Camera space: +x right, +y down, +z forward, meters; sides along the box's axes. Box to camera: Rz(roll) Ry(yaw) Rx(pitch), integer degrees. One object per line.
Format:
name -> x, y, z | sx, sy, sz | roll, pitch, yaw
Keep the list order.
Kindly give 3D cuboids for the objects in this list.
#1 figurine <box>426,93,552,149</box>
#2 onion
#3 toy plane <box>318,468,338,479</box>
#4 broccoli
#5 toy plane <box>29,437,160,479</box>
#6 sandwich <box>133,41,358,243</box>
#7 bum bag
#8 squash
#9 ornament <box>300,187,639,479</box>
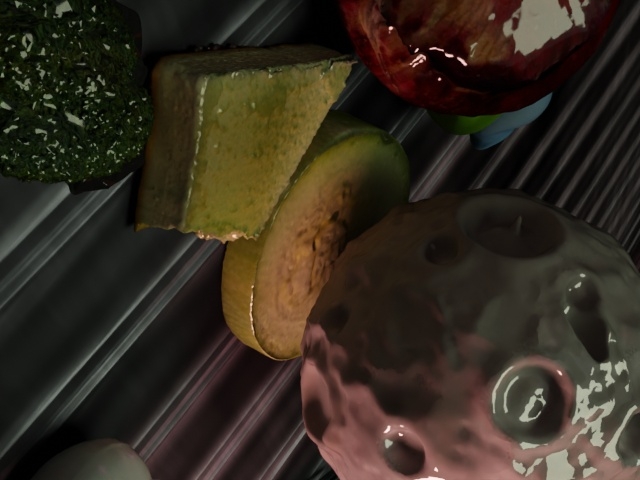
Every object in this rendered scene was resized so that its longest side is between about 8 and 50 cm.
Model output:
figurine -> 0.186, -0.184, 0.867 | 0.162, 0.143, 0.263 | -65, 169, 11
onion -> 0.130, -0.220, 0.634 | 0.247, 0.190, 0.246 | -4, 101, -19
toy plane -> -0.038, 0.377, 1.011 | 0.235, 0.060, 0.096 | -23, 124, -56
broccoli -> -0.149, -0.084, 0.370 | 0.162, 0.145, 0.138 | 2, 150, -47
toy plane -> -0.192, 0.275, 0.598 | 0.267, 0.123, 0.266 | -40, 142, -42
sandwich -> -0.057, -0.068, 0.618 | 0.193, 0.058, 0.162 | -26, 135, -52
bum bag -> -0.134, -0.089, 0.489 | 0.058, 0.034, 0.124 | -18, 127, -43
squash -> 0.000, 0.000, 0.776 | 0.252, 0.049, 0.252 | -40, 145, -37
ornament -> 0.149, 0.108, 0.722 | 0.337, 0.337, 0.337 | -40, 144, -38
